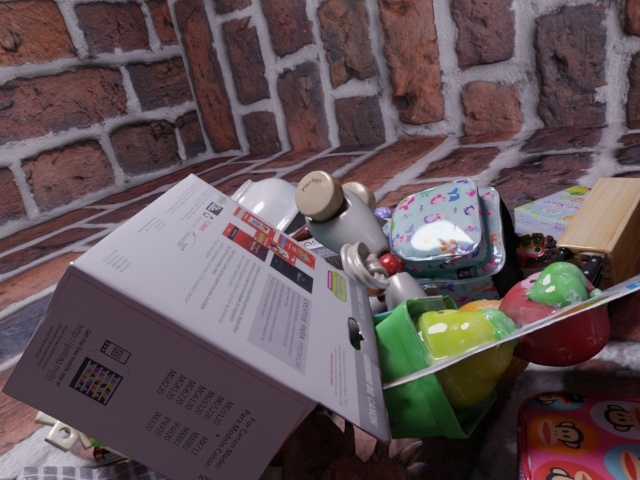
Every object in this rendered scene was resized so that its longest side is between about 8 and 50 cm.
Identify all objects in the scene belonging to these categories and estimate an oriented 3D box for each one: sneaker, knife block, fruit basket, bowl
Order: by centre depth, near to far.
[{"bbox_3d":[0.217,0.100,0.615,0.353,0.165,0.327,-35,-19,21],"label":"fruit basket"},{"bbox_3d":[0.453,0.010,0.854,0.088,0.275,0.242,10,-1,45],"label":"knife block"},{"bbox_3d":[0.371,0.039,1.067,0.226,0.087,0.093,-7,-7,24],"label":"sneaker"},{"bbox_3d":[-0.179,-0.063,1.335,0.298,0.134,0.298,-44,15,15],"label":"bowl"}]

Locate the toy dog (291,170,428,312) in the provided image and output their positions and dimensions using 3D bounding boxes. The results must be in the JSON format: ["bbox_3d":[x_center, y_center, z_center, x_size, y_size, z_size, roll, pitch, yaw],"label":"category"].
[{"bbox_3d":[0.045,0.032,0.881,0.161,0.220,0.333,-43,38,24],"label":"toy dog"}]

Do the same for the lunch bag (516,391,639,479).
[{"bbox_3d":[0.304,0.256,0.434,0.258,0.120,0.293,1,20,18],"label":"lunch bag"}]

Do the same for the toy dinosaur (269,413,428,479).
[{"bbox_3d":[0.012,0.236,0.509,0.127,0.200,0.296,-23,24,-26],"label":"toy dinosaur"}]

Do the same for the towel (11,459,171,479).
[{"bbox_3d":[-0.163,0.305,0.472,0.235,0.121,0.284,-7,18,-27],"label":"towel"}]

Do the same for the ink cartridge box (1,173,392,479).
[{"bbox_3d":[-0.085,0.085,0.522,0.272,0.130,0.309,32,17,-8],"label":"ink cartridge box"}]

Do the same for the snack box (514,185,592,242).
[{"bbox_3d":[0.592,-0.058,1.199,0.207,0.070,0.174,-20,22,-19],"label":"snack box"}]

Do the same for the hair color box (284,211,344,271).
[{"bbox_3d":[0.000,0.000,1.308,0.186,0.113,0.374,-11,19,2],"label":"hair color box"}]

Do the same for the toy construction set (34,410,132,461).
[{"bbox_3d":[-0.234,0.212,0.645,0.215,0.151,0.328,9,-31,-36],"label":"toy construction set"}]

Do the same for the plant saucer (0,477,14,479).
[{"bbox_3d":[-0.431,0.393,0.556,0.311,0.050,0.310,-11,20,4],"label":"plant saucer"}]

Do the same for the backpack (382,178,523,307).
[{"bbox_3d":[0.225,0.018,0.978,0.254,0.191,0.225,-18,43,31],"label":"backpack"}]

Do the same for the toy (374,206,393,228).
[{"bbox_3d":[0.182,-0.035,1.161,0.237,0.056,0.137,22,-13,-20],"label":"toy"}]

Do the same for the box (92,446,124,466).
[{"bbox_3d":[-0.295,0.284,0.811,0.094,0.027,0.137,-16,20,-9],"label":"box"}]
